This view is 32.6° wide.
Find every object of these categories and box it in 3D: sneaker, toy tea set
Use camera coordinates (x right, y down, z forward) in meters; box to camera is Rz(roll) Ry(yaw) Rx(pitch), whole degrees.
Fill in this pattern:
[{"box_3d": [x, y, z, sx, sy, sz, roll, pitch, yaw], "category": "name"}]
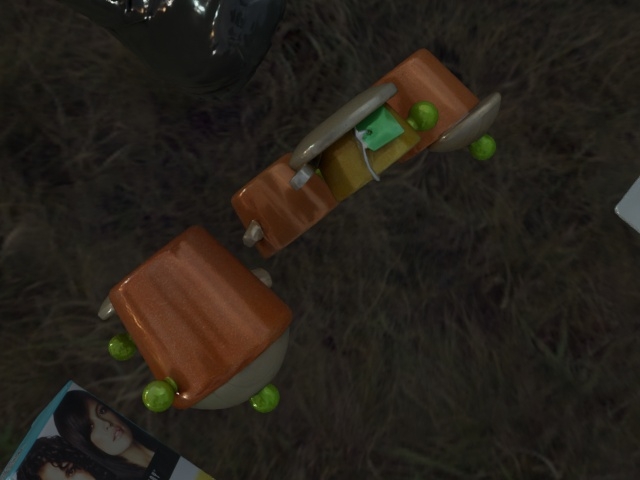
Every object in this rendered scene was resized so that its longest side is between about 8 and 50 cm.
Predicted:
[{"box_3d": [-0.124, -0.162, 0.632, 0.286, 0.130, 0.109, 34, 105, 47], "category": "sneaker"}, {"box_3d": [0.000, 0.000, 0.749, 0.336, 0.200, 0.124, -38, 94, -3], "category": "toy tea set"}]

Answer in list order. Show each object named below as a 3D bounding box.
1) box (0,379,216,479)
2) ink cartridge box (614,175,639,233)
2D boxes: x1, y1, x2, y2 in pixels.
[{"box_3d": [-0.118, 0.217, 0.810, 0.244, 0.100, 0.060, 37, 129, -11], "category": "box"}, {"box_3d": [0.419, -0.057, 0.900, 0.239, 0.060, 0.275, 48, 112, 35], "category": "ink cartridge box"}]
